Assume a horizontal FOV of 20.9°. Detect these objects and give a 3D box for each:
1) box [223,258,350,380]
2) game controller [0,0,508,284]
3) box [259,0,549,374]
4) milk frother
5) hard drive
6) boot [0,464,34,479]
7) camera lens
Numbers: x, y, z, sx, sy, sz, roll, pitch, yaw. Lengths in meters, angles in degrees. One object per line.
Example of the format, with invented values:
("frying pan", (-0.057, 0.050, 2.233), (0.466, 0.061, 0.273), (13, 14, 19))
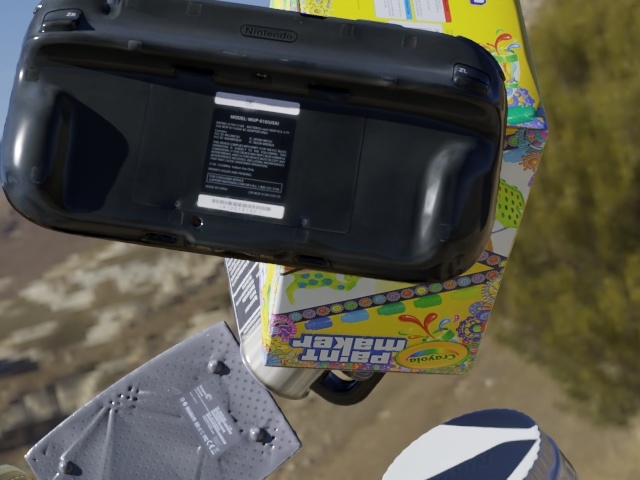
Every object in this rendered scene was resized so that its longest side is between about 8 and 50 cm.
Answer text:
("box", (0.000, 0.000, 1.997), (0.183, 0.294, 0.296), (-7, -14, -16))
("game controller", (-0.042, -0.069, 1.110), (0.319, 0.166, 0.067), (8, -7, 2))
("box", (0.047, -0.092, 1.391), (0.177, 0.290, 0.279), (3, -43, -9))
("milk frother", (-0.006, 0.097, 1.593), (0.134, 0.129, 0.143), (-51, -16, 29))
("hard drive", (-0.158, 0.217, 1.786), (0.255, 0.172, 0.054), (-34, -12, 5))
("boot", (-0.230, 0.274, 1.286), (0.165, 0.077, 0.213), (4, 57, 40))
("camera lens", (0.208, 0.350, 1.903), (0.219, 0.274, 0.219), (-25, 24, 12))
